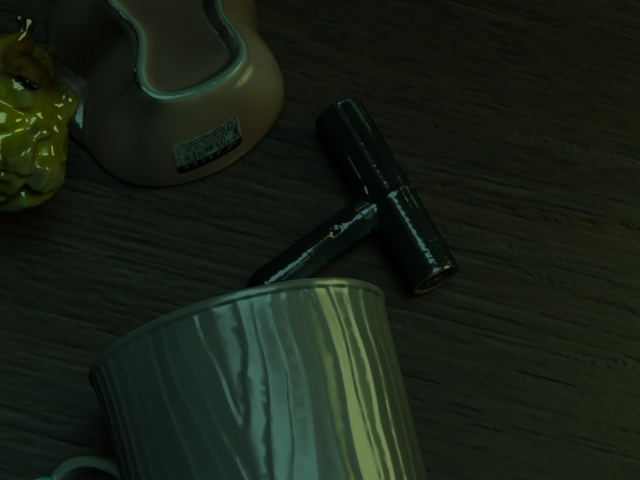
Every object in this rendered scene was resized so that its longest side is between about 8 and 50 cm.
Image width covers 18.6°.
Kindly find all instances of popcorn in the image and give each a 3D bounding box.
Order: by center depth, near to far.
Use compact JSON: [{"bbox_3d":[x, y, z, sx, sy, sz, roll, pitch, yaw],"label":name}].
[{"bbox_3d":[-0.260,-0.098,1.523,0.167,0.148,0.152,42,110,5],"label":"popcorn"}]

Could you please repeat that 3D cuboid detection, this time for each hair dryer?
[{"bbox_3d":[-0.011,-0.010,1.593,0.195,0.050,0.173,-23,70,-16],"label":"hair dryer"}]

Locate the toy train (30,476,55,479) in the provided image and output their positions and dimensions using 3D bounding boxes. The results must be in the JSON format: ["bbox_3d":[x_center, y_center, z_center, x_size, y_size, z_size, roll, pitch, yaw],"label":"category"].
[{"bbox_3d":[-0.197,0.261,1.290,0.163,0.112,0.203,-15,62,-36],"label":"toy train"}]

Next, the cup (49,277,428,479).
[{"bbox_3d":[-0.059,0.188,1.401,0.288,0.208,0.273,-11,70,-17],"label":"cup"}]

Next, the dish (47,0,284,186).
[{"bbox_3d":[-0.126,-0.157,1.606,0.213,0.090,0.213,5,66,-10],"label":"dish"}]
